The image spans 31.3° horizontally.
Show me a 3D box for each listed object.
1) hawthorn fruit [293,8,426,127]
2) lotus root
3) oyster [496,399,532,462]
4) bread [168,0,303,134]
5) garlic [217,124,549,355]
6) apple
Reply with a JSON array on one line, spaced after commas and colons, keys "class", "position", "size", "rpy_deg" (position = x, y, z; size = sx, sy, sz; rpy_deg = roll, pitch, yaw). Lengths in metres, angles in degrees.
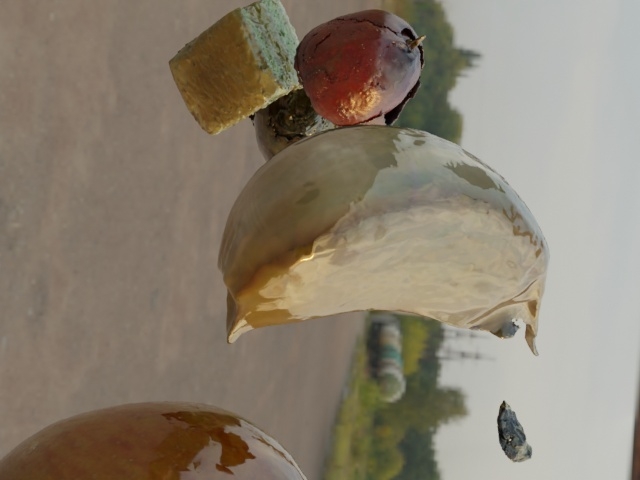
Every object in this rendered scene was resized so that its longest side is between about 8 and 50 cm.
[{"class": "hawthorn fruit", "position": [0.059, -0.205, 1.343], "size": [0.148, 0.172, 0.148], "rpy_deg": [31, 44, -36]}, {"class": "lotus root", "position": [-0.012, -0.175, 1.802], "size": [0.196, 0.179, 0.397], "rpy_deg": [57, -1, 7]}, {"class": "oyster", "position": [0.255, 0.251, 1.507], "size": [0.019, 0.054, 0.083], "rpy_deg": [-33, -114, 41]}, {"class": "bread", "position": [-0.117, -0.232, 1.554], "size": [0.102, 0.196, 0.138], "rpy_deg": [-27, 95, -47]}, {"class": "garlic", "position": [0.078, 0.000, 0.953], "size": [0.151, 0.338, 0.196], "rpy_deg": [53, -50, 49]}, {"class": "apple", "position": [-0.167, 0.354, 1.059], "size": [0.333, 0.400, 0.400], "rpy_deg": [-136, -134, -60]}]
